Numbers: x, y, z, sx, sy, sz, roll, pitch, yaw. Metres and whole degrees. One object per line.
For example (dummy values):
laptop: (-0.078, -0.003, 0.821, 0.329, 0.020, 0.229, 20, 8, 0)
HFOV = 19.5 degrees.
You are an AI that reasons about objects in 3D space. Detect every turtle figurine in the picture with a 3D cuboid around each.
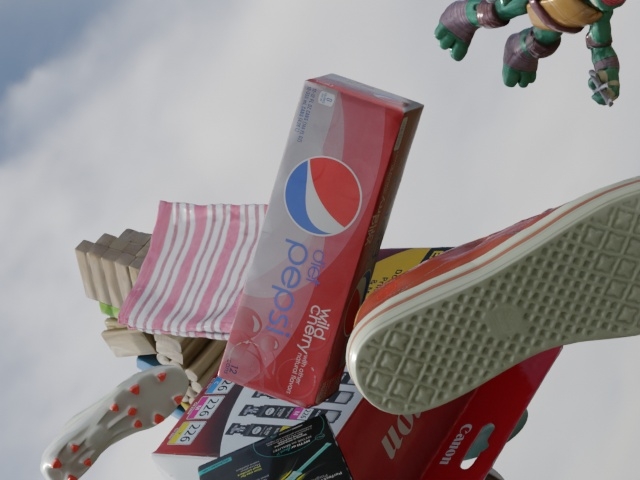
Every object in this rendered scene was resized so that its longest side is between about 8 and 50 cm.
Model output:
turtle figurine: (0.212, -0.199, 1.666, 0.118, 0.175, 0.234, -55, 18, -21)

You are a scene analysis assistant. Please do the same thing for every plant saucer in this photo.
plant saucer: (0.161, 0.193, 1.974, 0.119, 0.119, 0.021, -47, -59, -50)

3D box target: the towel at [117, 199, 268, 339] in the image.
towel: (-0.116, 0.027, 1.856, 0.029, 0.197, 0.144, 33, -111, -40)

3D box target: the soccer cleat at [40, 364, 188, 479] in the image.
soccer cleat: (-0.238, 0.202, 2.109, 0.196, 0.068, 0.076, -37, 21, -8)

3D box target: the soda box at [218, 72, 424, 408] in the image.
soda box: (0.000, 0.000, 1.536, 0.083, 0.092, 0.263, -30, -43, -73)

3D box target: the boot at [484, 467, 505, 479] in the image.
boot: (0.182, 0.369, 2.288, 0.152, 0.073, 0.197, -54, 7, 8)

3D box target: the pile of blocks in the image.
pile of blocks: (-0.177, 0.120, 2.373, 0.113, 0.149, 0.362, -49, -60, -38)

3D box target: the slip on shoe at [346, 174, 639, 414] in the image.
slip on shoe: (0.171, 0.026, 1.390, 0.101, 0.331, 0.123, -109, -5, -68)

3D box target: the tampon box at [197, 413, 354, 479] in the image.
tampon box: (-0.019, 0.237, 1.496, 0.161, 0.120, 0.101, -116, 4, -66)

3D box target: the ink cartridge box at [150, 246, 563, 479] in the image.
ink cartridge box: (0.042, 0.148, 1.772, 0.309, 0.271, 0.130, -54, -52, -38)
